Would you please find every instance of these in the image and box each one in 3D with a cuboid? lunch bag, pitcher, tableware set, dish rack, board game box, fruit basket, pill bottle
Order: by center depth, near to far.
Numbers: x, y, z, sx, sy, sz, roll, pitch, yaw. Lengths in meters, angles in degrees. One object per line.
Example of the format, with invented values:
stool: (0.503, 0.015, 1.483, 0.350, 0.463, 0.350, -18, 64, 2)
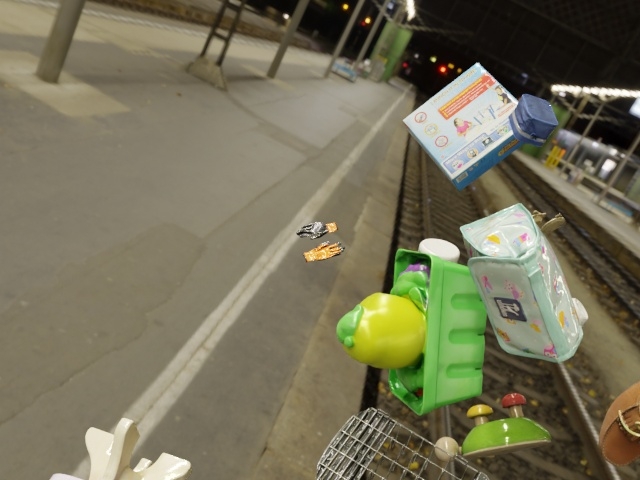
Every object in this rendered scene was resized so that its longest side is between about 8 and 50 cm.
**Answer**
dish rack: (0.133, 0.410, 1.093, 0.271, 0.074, 0.208, 27, 44, 21)
lunch bag: (0.369, 0.080, 1.211, 0.262, 0.160, 0.224, -85, 151, -72)
lunch bag: (0.403, -0.223, 1.258, 0.067, 0.065, 0.098, 16, 43, -11)
fruit basket: (0.193, 0.206, 1.538, 0.391, 0.392, 0.283, 23, -2, -13)
tableware set: (0.526, -0.020, 1.657, 0.141, 0.168, 0.020, 9, 48, -42)
pill bottle: (0.321, 0.110, 1.910, 0.117, 0.209, 0.118, 8, 26, -4)
board game box: (0.469, -0.362, 2.090, 0.086, 0.308, 0.302, 43, 13, -54)
pitcher: (0.829, 0.292, 2.346, 0.177, 0.207, 0.126, 2, 58, -56)

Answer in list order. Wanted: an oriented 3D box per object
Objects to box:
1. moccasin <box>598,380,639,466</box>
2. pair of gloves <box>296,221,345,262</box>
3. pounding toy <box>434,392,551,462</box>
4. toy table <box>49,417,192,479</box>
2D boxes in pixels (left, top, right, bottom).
moccasin: (0.755, 0.380, 1.444, 0.139, 0.380, 0.147, 35, 33, -4)
pair of gloves: (0.000, 0.000, 1.141, 0.074, 0.010, 0.083, -12, 51, -8)
pounding toy: (0.360, 0.390, 1.387, 0.182, 0.237, 0.110, 5, 63, -28)
toy table: (-0.412, 0.503, 1.381, 0.274, 0.252, 0.161, 22, 50, 7)
